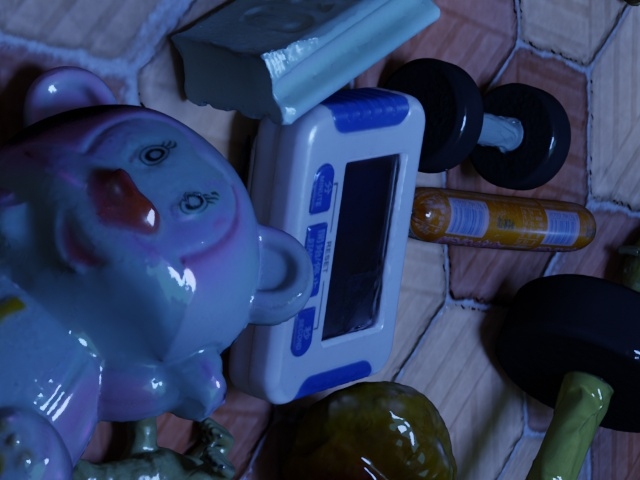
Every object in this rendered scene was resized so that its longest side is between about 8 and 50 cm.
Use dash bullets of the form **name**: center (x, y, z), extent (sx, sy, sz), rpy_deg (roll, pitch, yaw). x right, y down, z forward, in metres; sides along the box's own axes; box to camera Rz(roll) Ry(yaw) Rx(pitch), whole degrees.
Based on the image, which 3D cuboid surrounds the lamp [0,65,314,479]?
- **lamp**: center (-0.173, 0.054, 1.289), extent (0.301, 0.247, 0.247), rpy_deg (-49, 168, -20)

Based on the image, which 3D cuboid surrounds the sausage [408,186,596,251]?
- **sausage**: center (0.174, -0.018, 1.819), extent (0.348, 0.053, 0.053), rpy_deg (3, 100, -53)

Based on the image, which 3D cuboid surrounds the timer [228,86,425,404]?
- **timer**: center (0.000, 0.000, 1.578), extent (0.178, 0.078, 0.253), rpy_deg (-11, 114, -53)

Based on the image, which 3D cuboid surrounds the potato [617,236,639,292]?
- **potato**: center (0.400, 0.016, 2.096), extent (0.225, 0.090, 0.117), rpy_deg (-23, 120, -48)

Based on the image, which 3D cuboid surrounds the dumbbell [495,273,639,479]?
- **dumbbell**: center (0.229, 0.212, 1.821), extent (0.204, 0.204, 0.322), rpy_deg (55, 52, -47)

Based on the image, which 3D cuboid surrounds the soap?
- **soap**: center (-0.010, -0.166, 1.472), extent (0.198, 0.114, 0.063), rpy_deg (-39, 131, -39)

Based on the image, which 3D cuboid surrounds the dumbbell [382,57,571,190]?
- **dumbbell**: center (0.139, -0.102, 1.701), extent (0.191, 0.100, 0.100), rpy_deg (8, 97, -54)

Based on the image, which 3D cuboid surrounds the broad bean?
- **broad bean**: center (0.043, 0.213, 1.668), extent (0.122, 0.156, 0.228), rpy_deg (-81, 166, -53)

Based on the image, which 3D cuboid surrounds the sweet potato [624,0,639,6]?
- **sweet potato**: center (0.282, -0.309, 1.821), extent (0.097, 0.097, 0.292), rpy_deg (-58, 145, -21)

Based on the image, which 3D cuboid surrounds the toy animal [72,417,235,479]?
- **toy animal**: center (-0.120, 0.191, 1.497), extent (0.101, 0.103, 0.218), rpy_deg (-47, 146, 3)
